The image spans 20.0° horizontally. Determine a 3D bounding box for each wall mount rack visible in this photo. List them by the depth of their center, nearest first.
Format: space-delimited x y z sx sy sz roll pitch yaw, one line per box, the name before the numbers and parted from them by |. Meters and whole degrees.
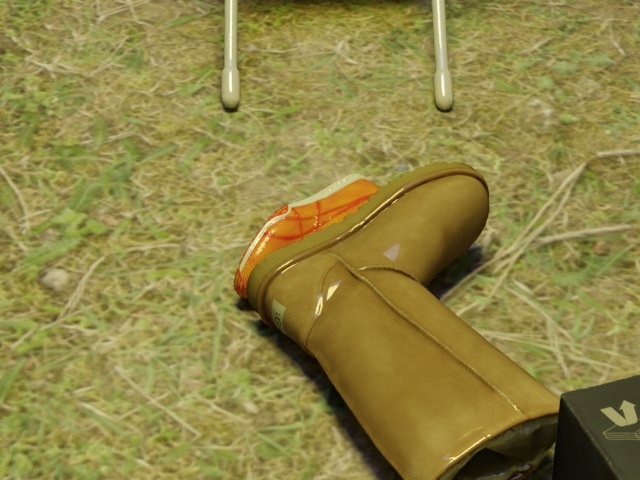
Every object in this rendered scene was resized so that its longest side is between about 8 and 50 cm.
wall mount rack | 0.012 -0.257 1.782 0.350 0.130 0.304 -1 34 -2

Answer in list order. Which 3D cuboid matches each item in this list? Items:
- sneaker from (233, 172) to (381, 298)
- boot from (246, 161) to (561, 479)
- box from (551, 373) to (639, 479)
sneaker | 0.000 0.000 1.491 0.067 0.064 0.175 39 53 25
boot | 0.101 0.069 1.383 0.236 0.089 0.269 -31 44 -17
box | 0.264 0.168 1.252 0.156 0.093 0.158 -12 40 -15
